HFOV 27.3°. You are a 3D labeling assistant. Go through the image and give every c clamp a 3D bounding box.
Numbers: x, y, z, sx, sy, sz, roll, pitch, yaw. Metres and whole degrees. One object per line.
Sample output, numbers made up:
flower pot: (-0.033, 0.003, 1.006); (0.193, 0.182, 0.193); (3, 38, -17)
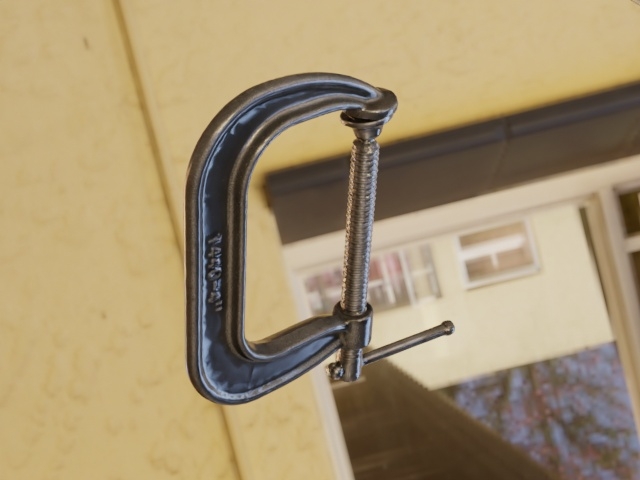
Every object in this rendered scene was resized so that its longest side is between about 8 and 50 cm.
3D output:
c clamp: (0.000, 0.000, 0.517); (0.137, 0.160, 0.022); (-26, -137, -29)

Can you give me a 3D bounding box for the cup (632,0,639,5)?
cup: (0.235, -0.301, 0.853); (0.237, 0.331, 0.331); (4, 176, -30)
